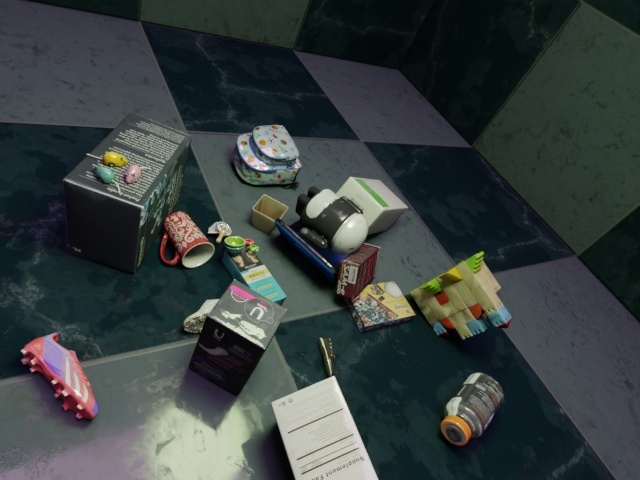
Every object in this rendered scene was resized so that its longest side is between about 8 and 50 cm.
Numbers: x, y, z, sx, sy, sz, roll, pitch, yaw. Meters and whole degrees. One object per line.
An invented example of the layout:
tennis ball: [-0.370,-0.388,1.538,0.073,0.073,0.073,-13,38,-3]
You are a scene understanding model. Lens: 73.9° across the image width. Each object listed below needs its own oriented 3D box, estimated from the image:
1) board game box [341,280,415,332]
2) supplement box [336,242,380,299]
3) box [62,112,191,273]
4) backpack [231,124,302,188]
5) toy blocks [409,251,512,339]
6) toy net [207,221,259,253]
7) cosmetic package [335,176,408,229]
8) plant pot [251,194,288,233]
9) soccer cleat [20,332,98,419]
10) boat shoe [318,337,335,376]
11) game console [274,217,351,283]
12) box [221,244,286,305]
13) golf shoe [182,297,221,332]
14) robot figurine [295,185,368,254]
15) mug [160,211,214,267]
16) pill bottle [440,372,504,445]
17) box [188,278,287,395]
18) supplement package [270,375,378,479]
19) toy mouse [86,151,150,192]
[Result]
board game box: [0.214,0.239,1.574,0.243,0.042,0.165,-4,50,-32]
supplement box: [0.141,0.106,1.552,0.073,0.130,0.239,15,21,22]
box: [-0.587,-0.154,1.327,0.212,0.293,0.395,21,42,-9]
backpack: [-0.234,-0.355,1.808,0.263,0.213,0.276,-17,61,-28]
toy blocks: [0.515,0.232,1.548,0.191,0.381,0.260,-22,77,-41]
toy net: [-0.309,-0.021,1.475,0.122,0.045,0.232,-12,33,-35]
cosmetic package: [0.207,-0.144,1.781,0.197,0.155,0.365,46,23,13]
plant pot: [-0.203,-0.092,1.629,0.109,0.096,0.109,29,42,0]
soccer cleat: [-0.600,0.318,1.012,0.248,0.083,0.095,37,37,12]
boat shoe: [0.028,0.364,1.338,0.042,0.049,0.133,1,43,-18]
game console: [0.000,0.000,1.594,0.293,0.250,0.173,41,79,14]
box: [-0.224,0.126,1.426,0.101,0.060,0.244,-18,59,-40]
golf shoe: [-0.341,0.219,1.281,0.176,0.069,0.086,-15,37,-42]
robot figurine: [0.039,-0.070,1.523,0.278,0.209,0.173,39,4,16]
mug: [-0.454,-0.005,1.394,0.150,0.113,0.169,-15,54,-41]
pill bottle: [0.477,0.539,1.354,0.246,0.130,0.130,-25,64,-44]
box: [-0.223,0.262,1.130,0.165,0.270,0.143,30,41,0]
supplement package: [0.017,0.521,1.038,0.175,0.177,0.293,-20,57,-9]
toy mouse: [-0.540,-0.186,1.137,0.161,0.031,0.143,4,47,-27]
